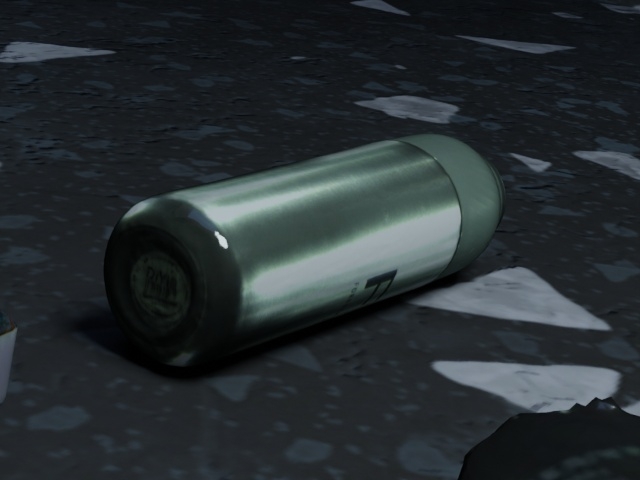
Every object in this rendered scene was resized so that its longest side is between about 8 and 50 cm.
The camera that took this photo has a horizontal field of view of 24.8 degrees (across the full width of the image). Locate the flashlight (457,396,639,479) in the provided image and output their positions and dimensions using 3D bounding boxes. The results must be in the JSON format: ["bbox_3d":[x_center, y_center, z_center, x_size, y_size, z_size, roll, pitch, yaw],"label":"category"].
[{"bbox_3d":[0.131,0.158,0.247,0.103,0.103,0.424,1,20,-19],"label":"flashlight"}]

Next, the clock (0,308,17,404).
[{"bbox_3d":[-0.238,0.050,0.442,0.186,0.083,0.253,16,20,23],"label":"clock"}]

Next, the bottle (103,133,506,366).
[{"bbox_3d":[0.000,0.000,0.716,0.096,0.079,0.254,-28,-6,39],"label":"bottle"}]
